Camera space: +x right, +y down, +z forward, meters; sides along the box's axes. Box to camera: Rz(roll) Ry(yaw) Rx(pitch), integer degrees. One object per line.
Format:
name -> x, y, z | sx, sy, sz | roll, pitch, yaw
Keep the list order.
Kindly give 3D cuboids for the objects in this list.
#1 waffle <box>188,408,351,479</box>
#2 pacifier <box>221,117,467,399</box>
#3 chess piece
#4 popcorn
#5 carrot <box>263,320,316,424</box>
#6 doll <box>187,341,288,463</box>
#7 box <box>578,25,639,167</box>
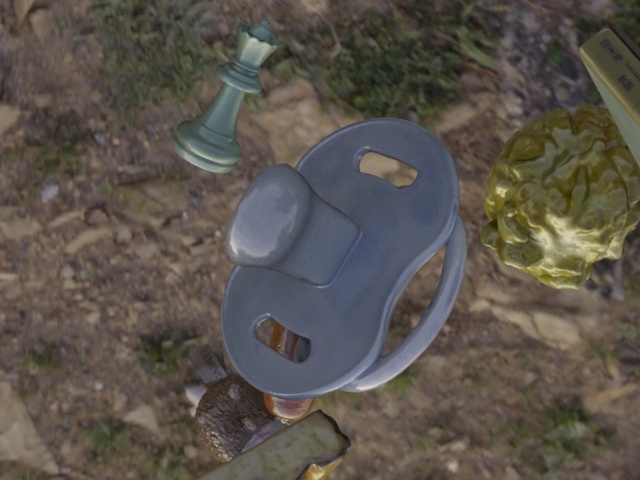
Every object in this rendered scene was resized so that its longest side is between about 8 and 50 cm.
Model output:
waffle -> -0.107, 0.258, 1.146 | 0.248, 0.055, 0.221 | -25, 163, -29
pacifier -> 0.000, 0.000, 1.094 | 0.207, 0.227, 0.279 | 36, 83, -44
chess piece -> -0.050, -0.087, 0.740 | 0.042, 0.042, 0.093 | 20, 113, -22
popcorn -> 0.295, -0.049, 1.508 | 0.181, 0.217, 0.235 | 30, 79, 15
carrot -> -0.022, 0.104, 1.415 | 0.067, 0.067, 0.225 | 4, 113, -15
doll -> -0.102, 0.232, 1.614 | 0.115, 0.105, 0.221 | -43, 83, 26
box -> 0.306, -0.026, 0.956 | 0.045, 0.270, 0.211 | -36, 139, 9
